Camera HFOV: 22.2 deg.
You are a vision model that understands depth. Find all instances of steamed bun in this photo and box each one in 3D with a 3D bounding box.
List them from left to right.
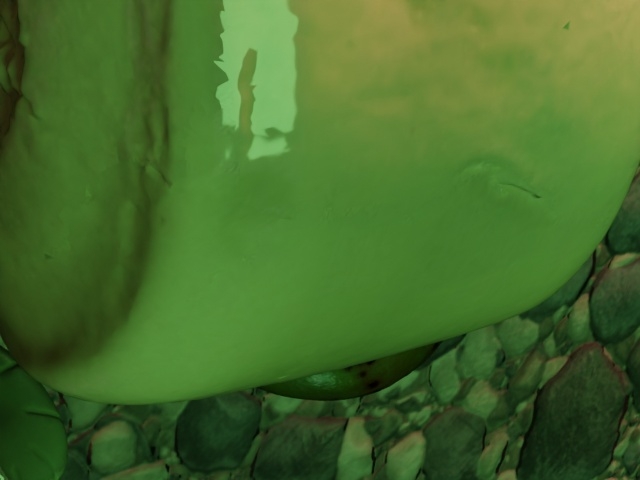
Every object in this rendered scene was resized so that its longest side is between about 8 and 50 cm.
[{"bbox_3d":[-0.002,-0.149,0.840,0.371,0.290,0.455,-12,104,-31],"label":"steamed bun"}]

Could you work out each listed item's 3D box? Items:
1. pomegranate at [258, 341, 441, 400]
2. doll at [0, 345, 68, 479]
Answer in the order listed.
[{"bbox_3d":[0.001,0.005,1.108,0.179,0.210,0.179,-12,168,-2],"label":"pomegranate"},{"bbox_3d":[-0.266,0.196,0.958,0.284,0.268,0.216,-25,151,-21],"label":"doll"}]
